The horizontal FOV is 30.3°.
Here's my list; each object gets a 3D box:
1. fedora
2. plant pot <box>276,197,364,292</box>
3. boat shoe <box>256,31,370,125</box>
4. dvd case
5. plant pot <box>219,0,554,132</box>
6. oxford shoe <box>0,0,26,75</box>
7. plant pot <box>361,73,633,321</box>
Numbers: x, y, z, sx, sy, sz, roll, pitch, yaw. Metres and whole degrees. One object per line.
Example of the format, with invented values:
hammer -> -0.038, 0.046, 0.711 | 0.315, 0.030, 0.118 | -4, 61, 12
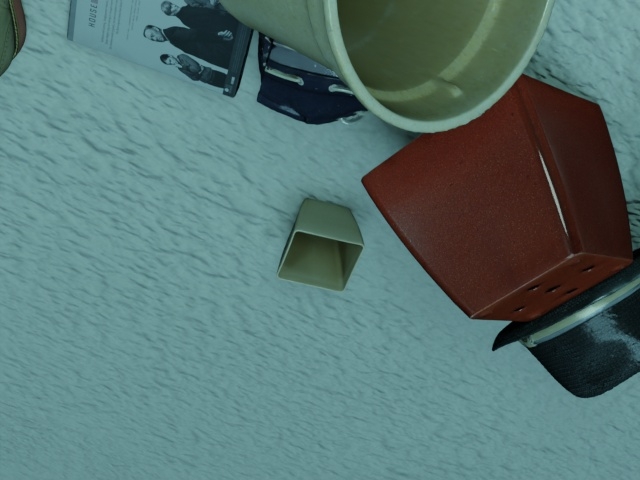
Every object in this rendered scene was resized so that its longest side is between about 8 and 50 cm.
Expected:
fedora -> 0.421, 0.134, 1.763 | 0.334, 0.334, 0.153 | -34, 85, 30
plant pot -> 0.000, 0.000, 1.793 | 0.109, 0.096, 0.109 | 13, 132, -11
boat shoe -> 0.074, -0.219, 1.572 | 0.340, 0.127, 0.158 | 17, 138, -3
dvd case -> -0.203, -0.294, 1.519 | 0.238, 0.030, 0.179 | 20, 136, 0
plant pot -> 0.042, -0.315, 1.297 | 0.333, 0.305, 0.334 | -17, 117, -35
oxford shoe -> -0.447, -0.337, 1.446 | 0.123, 0.130, 0.348 | -4, 133, 9
plant pot -> 0.264, -0.035, 1.584 | 0.267, 0.236, 0.267 | -35, 155, 30
